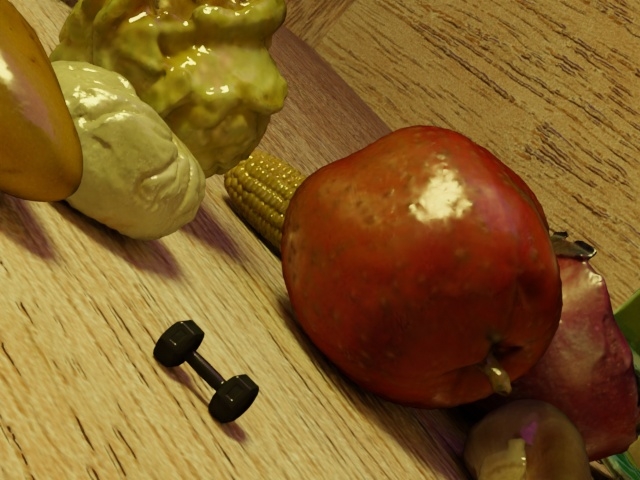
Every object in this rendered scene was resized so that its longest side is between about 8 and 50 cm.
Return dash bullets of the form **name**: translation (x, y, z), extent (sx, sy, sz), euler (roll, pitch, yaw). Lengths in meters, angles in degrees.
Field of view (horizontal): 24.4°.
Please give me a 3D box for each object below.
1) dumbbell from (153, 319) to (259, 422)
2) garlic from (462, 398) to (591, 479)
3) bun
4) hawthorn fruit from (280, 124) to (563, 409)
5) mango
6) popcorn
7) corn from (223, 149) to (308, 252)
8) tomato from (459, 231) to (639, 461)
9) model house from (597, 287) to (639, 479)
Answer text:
- **dumbbell**: translation (-0.085, 0.096, 1.092), extent (0.083, 0.036, 0.040), euler (44, 12, 12)
- **garlic**: translation (0.239, 0.250, 1.535), extent (0.128, 0.148, 0.266), euler (-2, -23, 46)
- **bun**: translation (-0.181, -0.082, 1.282), extent (0.188, 0.111, 0.164), euler (38, 7, 1)
- **hawthorn fruit**: translation (0.109, 0.039, 1.463), extent (0.275, 0.275, 0.300), euler (30, 24, -49)
- **mango**: translation (-0.263, -0.124, 1.138), extent (0.253, 0.113, 0.138), euler (47, 11, 20)
- **popcorn**: translation (-0.154, -0.182, 1.481), extent (0.212, 0.259, 0.259), euler (-18, 54, -41)
- **corn**: translation (0.000, 0.000, 1.688), extent (0.291, 0.101, 0.101), euler (42, 9, 20)
- **tomato**: translation (0.224, 0.141, 1.686), extent (0.335, 0.176, 0.290), euler (32, -36, 68)
- **model house**: translation (0.473, 0.274, 1.884), extent (0.357, 0.242, 0.313), euler (41, 11, -40)
